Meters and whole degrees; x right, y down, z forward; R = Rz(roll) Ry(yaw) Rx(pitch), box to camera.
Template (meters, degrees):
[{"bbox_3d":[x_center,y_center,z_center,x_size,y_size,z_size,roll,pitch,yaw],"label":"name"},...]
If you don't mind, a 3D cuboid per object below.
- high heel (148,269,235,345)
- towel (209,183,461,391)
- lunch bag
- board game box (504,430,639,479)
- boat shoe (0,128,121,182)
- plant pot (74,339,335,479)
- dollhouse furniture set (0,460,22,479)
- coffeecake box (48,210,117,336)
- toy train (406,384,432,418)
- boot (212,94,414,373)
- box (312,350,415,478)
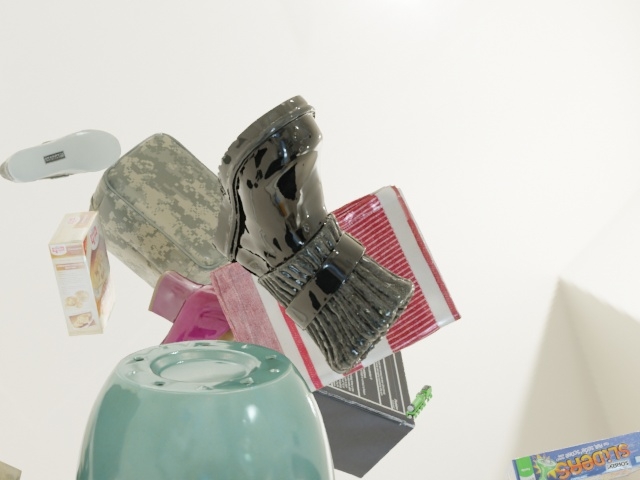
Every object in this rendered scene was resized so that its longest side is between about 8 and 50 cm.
[{"bbox_3d":[-0.231,0.248,2.248,0.181,0.127,0.377,25,-64,32],"label":"high heel"},{"bbox_3d":[0.017,0.085,2.021,0.237,0.329,0.037,65,8,10],"label":"towel"},{"bbox_3d":[-0.303,-0.020,2.582,0.305,0.212,0.256,40,-42,5],"label":"lunch bag"},{"bbox_3d":[0.263,0.236,1.383,0.201,0.136,0.035,66,11,-75],"label":"board game box"},{"bbox_3d":[-0.465,-0.150,2.378,0.070,0.219,0.077,-4,-82,59],"label":"boat shoe"},{"bbox_3d":[-0.120,0.238,1.381,0.293,0.293,0.235,15,-71,51],"label":"plant pot"},{"bbox_3d":[-0.460,0.325,1.541,0.161,0.101,0.182,29,-60,-19],"label":"dollhouse furniture set"},{"bbox_3d":[-0.431,0.059,2.429,0.142,0.068,0.185,-83,166,-65],"label":"coffeecake box"},{"bbox_3d":[0.151,0.246,2.034,0.017,0.083,0.023,5,-68,25],"label":"toy train"},{"bbox_3d":[0.003,-0.002,1.640,0.260,0.131,0.348,45,-25,16],"label":"boot"},{"bbox_3d":[-0.012,0.232,2.398,0.294,0.296,0.183,23,-55,-25],"label":"box"}]
